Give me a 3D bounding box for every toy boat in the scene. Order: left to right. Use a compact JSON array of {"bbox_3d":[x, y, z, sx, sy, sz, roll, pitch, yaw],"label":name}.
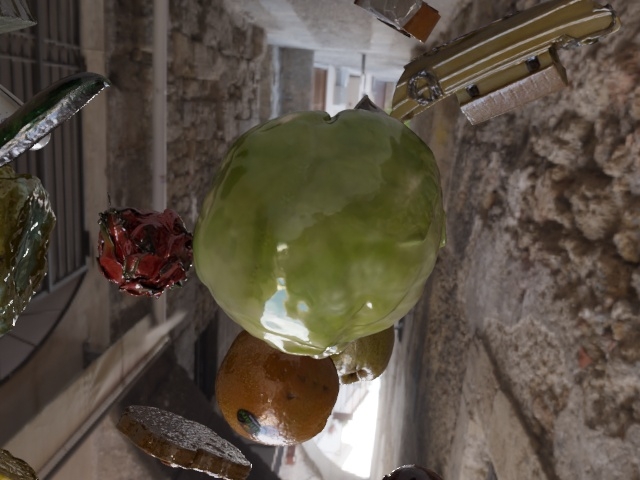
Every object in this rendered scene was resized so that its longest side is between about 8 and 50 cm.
[{"bbox_3d":[0.327,-0.317,1.115,0.446,0.162,0.136,-16,-175,34],"label":"toy boat"}]

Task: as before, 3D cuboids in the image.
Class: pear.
[{"bbox_3d":[0.069,0.214,1.326,0.189,0.211,0.228,-3,156,-33],"label":"pear"}]

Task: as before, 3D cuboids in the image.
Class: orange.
[{"bbox_3d":[-0.069,0.233,0.961,0.206,0.205,0.206,3,-167,-1],"label":"orange"}]

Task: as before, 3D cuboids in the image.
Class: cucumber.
[{"bbox_3d":[-0.412,-0.157,0.823,0.284,0.056,0.056,-30,-171,10],"label":"cucumber"}]

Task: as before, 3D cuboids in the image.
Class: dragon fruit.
[{"bbox_3d":[-0.422,0.003,1.391,0.234,0.292,0.233,-7,-140,6],"label":"dragon fruit"}]

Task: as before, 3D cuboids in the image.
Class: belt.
[{"bbox_3d":[0.210,-0.653,1.658,0.184,0.105,0.261,6,-148,-48],"label":"belt"}]

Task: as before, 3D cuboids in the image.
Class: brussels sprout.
[{"bbox_3d":[-0.008,-0.006,0.684,0.274,0.316,0.242,11,-148,-33],"label":"brussels sprout"}]

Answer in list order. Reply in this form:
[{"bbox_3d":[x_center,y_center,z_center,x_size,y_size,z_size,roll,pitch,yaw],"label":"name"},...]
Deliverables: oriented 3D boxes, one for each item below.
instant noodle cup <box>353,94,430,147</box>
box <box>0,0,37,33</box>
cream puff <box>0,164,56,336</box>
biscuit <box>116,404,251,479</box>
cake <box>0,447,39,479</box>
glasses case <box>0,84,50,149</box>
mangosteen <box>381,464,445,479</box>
[{"bbox_3d":[0.142,-0.221,1.484,0.207,0.217,0.217,33,-165,1],"label":"instant noodle cup"},{"bbox_3d":[-0.427,-0.325,0.611,0.149,0.231,0.155,-17,-162,-6],"label":"box"},{"bbox_3d":[-0.688,0.013,1.116,0.276,0.377,0.378,14,-168,-7],"label":"cream puff"},{"bbox_3d":[-0.355,0.534,1.557,0.381,0.074,0.359,22,173,28],"label":"biscuit"},{"bbox_3d":[-0.613,0.451,1.103,0.116,0.185,0.079,-35,-126,-2],"label":"cake"},{"bbox_3d":[-0.657,-0.267,1.235,0.076,0.197,0.049,-28,-139,17],"label":"glasses case"},{"bbox_3d":[0.229,0.631,1.312,0.258,0.215,0.215,37,-154,20],"label":"mangosteen"}]
